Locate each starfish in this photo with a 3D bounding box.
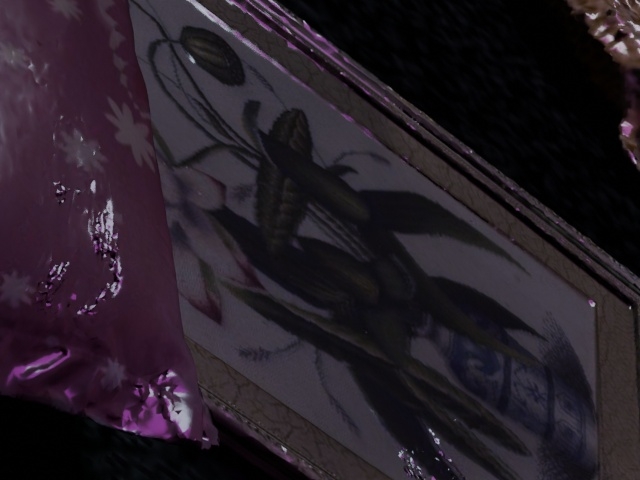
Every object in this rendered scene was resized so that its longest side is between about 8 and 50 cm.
[{"bbox_3d":[0.145,-0.037,0.668,0.138,0.050,0.247,18,41,-44],"label":"starfish"}]

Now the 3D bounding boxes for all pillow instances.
[{"bbox_3d":[-0.072,-0.046,0.368,0.118,0.043,0.185,23,36,-38],"label":"pillow"}]

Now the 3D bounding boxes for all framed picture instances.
[{"bbox_3d":[0.000,0.000,0.459,0.231,0.010,0.173,36,30,-18],"label":"framed picture"}]
